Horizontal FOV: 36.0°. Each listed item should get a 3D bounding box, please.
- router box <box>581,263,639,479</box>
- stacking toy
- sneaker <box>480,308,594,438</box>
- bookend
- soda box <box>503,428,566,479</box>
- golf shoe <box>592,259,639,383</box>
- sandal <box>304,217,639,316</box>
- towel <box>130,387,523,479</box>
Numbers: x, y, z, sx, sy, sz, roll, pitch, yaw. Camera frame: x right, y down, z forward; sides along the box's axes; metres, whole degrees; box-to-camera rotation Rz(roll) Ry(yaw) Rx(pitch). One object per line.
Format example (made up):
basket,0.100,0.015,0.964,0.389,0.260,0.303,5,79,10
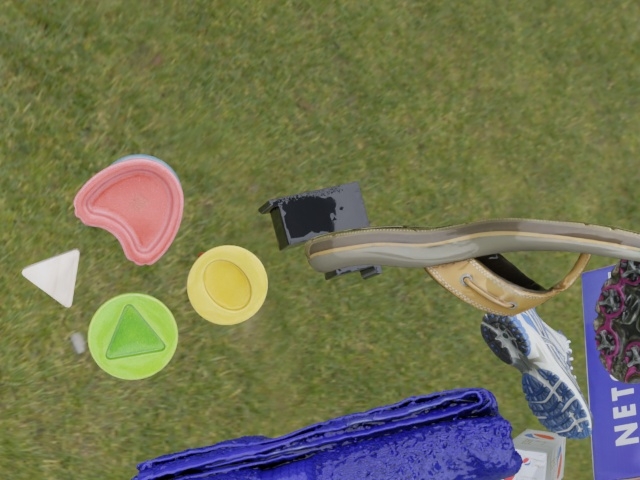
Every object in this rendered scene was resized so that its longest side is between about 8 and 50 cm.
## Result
router box,0.445,0.249,1.323,0.301,0.082,0.335,52,34,-37
stacking toy,-0.268,0.039,1.496,0.279,0.130,0.309,-41,104,-3
sneaker,0.198,0.105,0.845,0.058,0.052,0.135,-31,88,-41
bookend,0.000,0.000,1.588,0.156,0.072,0.157,-14,84,-20
soda box,0.332,0.345,1.528,0.069,0.216,0.074,4,89,21
golf shoe,0.249,0.014,0.670,0.086,0.067,0.186,6,107,-39
sandal,0.079,0.014,0.491,0.180,0.072,0.049,-3,90,20
towel,0.009,0.185,0.836,0.308,0.227,0.076,-12,80,6
